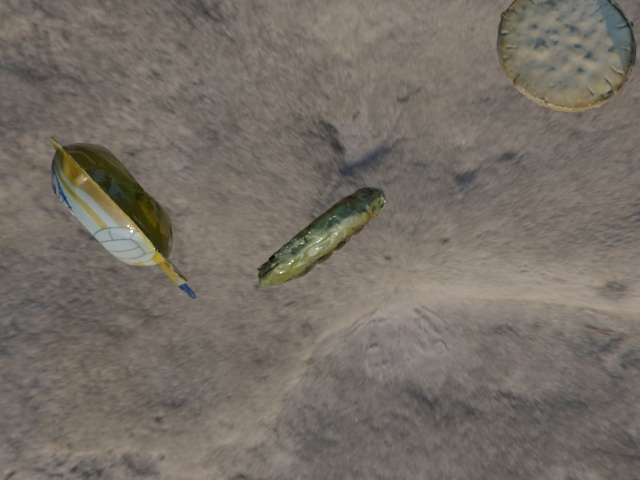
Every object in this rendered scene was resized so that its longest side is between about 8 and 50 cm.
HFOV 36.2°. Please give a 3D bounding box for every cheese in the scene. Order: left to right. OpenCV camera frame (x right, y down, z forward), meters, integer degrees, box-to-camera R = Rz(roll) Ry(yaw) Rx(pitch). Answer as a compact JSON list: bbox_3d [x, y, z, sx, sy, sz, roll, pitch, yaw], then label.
[{"bbox_3d":[-0.195,-0.018,0.999,0.069,0.270,0.177,-44,60,-8],"label":"cheese"}]

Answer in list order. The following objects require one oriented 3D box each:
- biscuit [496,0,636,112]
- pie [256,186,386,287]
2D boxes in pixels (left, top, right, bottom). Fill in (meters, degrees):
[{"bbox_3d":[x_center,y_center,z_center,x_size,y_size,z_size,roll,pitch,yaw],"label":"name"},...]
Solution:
[{"bbox_3d":[0.261,-0.207,1.037,0.152,0.020,0.152,0,78,0],"label":"biscuit"},{"bbox_3d":[0.000,0.000,1.814,0.306,0.306,0.071,-40,87,3],"label":"pie"}]
